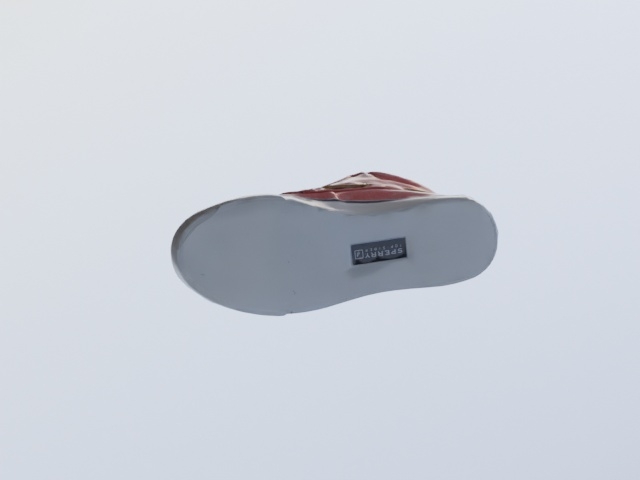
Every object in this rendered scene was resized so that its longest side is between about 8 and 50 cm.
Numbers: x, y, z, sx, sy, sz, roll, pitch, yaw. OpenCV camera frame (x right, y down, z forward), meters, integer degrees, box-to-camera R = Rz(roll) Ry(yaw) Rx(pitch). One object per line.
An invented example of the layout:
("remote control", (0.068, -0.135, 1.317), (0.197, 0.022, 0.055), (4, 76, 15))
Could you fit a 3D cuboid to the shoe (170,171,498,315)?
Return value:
("shoe", (0.000, 0.000, 0.962), (0.178, 0.063, 0.081), (-5, -170, -18))
